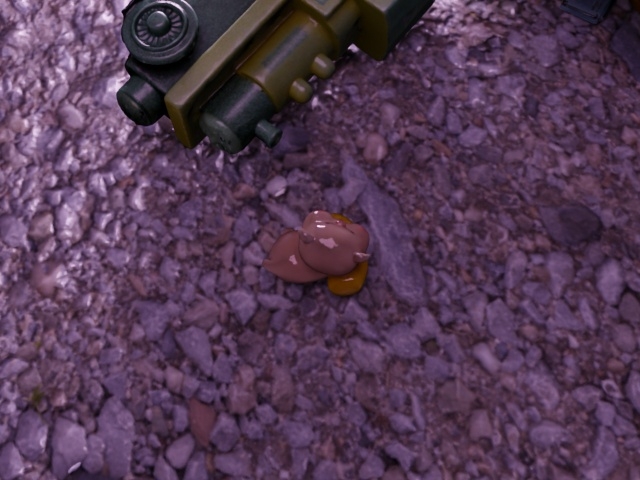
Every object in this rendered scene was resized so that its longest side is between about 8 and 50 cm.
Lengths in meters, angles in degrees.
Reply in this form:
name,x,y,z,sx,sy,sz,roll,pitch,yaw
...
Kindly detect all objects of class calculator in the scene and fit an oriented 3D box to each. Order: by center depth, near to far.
name,x,y,z,sx,sy,sz,roll,pitch,yaw
calculator,0.357,-0.336,1.165,0.057,0.018,0.172,29,72,18

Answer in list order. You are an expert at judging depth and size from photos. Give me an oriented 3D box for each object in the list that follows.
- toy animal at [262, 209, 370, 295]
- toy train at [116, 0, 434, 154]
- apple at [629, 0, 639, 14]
name,x,y,z,sx,sy,sz,roll,pitch,yaw
toy animal,0.000,0.000,1.002,0.114,0.082,0.091,11,66,10
toy train,-0.057,-0.240,1.088,0.237,0.150,0.369,37,75,12
apple,0.438,-0.346,1.032,0.264,0.264,0.264,-2,65,4
